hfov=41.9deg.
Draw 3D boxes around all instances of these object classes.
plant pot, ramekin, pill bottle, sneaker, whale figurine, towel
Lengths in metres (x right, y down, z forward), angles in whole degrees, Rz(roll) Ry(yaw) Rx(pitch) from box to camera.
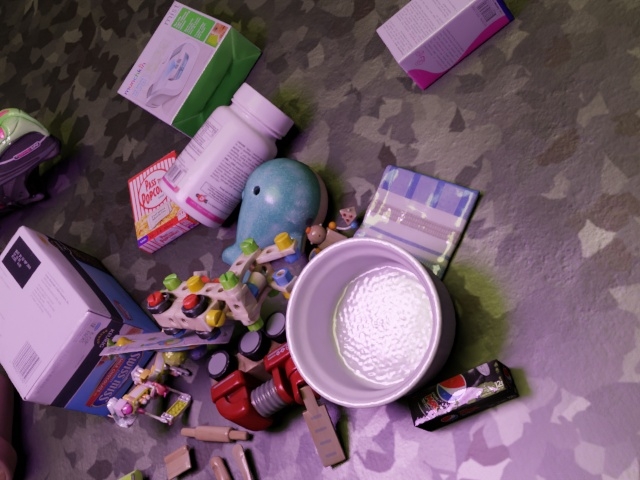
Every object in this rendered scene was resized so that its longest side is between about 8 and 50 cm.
[{"bbox_3d":[-0.793,0.416,1.876,0.263,0.263,0.229,-24,40,24],"label":"plant pot"},{"bbox_3d":[0.092,0.140,1.408,0.277,0.135,0.277,-5,79,27],"label":"ramekin"},{"bbox_3d":[-0.193,-0.179,1.758,0.283,0.160,0.160,-51,52,5],"label":"pill bottle"},{"bbox_3d":[-0.820,-0.122,2.142,0.483,0.202,0.185,-42,36,34],"label":"sneaker"},{"bbox_3d":[-0.111,-0.041,1.655,0.272,0.141,0.216,-49,53,14],"label":"whale figurine"},{"bbox_3d":[0.146,0.007,1.532,0.209,0.034,0.285,23,84,37],"label":"towel"}]

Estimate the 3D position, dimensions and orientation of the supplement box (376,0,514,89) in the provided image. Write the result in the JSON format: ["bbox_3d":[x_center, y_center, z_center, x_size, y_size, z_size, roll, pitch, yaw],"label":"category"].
[{"bbox_3d":[0.237,-0.414,1.603,0.220,0.111,0.114,-38,54,14],"label":"supplement box"}]

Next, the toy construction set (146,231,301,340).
[{"bbox_3d":[-0.191,0.092,1.560,0.327,0.151,0.215,-18,26,50],"label":"toy construction set"}]

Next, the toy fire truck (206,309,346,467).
[{"bbox_3d":[-0.068,0.289,1.500,0.217,0.158,0.246,-35,45,16],"label":"toy fire truck"}]

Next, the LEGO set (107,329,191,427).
[{"bbox_3d":[-0.302,0.263,1.680,0.107,0.132,0.287,17,56,21],"label":"LEGO set"}]

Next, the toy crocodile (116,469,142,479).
[{"bbox_3d":[-0.340,0.598,1.569,0.115,0.105,0.341,-35,50,17],"label":"toy crocodile"}]

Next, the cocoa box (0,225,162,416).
[{"bbox_3d":[-0.551,0.174,1.801,0.347,0.228,0.231,39,94,38],"label":"cocoa box"}]

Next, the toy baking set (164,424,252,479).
[{"bbox_3d":[-0.194,0.446,1.576,0.256,0.030,0.197,-10,68,31],"label":"toy baking set"}]

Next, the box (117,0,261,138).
[{"bbox_3d":[-0.306,-0.391,1.951,0.231,0.126,0.262,34,91,37],"label":"box"}]

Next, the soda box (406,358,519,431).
[{"bbox_3d":[0.228,0.252,1.353,0.168,0.060,0.053,-28,56,21],"label":"soda box"}]

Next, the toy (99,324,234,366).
[{"bbox_3d":[-0.285,0.207,1.591,0.237,0.137,0.056,-2,99,0],"label":"toy"}]

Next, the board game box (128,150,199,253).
[{"bbox_3d":[-0.358,-0.088,1.903,0.146,0.045,0.194,-30,56,20],"label":"board game box"}]

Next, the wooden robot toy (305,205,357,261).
[{"bbox_3d":[0.000,0.000,1.589,0.173,0.079,0.076,-62,24,6],"label":"wooden robot toy"}]
